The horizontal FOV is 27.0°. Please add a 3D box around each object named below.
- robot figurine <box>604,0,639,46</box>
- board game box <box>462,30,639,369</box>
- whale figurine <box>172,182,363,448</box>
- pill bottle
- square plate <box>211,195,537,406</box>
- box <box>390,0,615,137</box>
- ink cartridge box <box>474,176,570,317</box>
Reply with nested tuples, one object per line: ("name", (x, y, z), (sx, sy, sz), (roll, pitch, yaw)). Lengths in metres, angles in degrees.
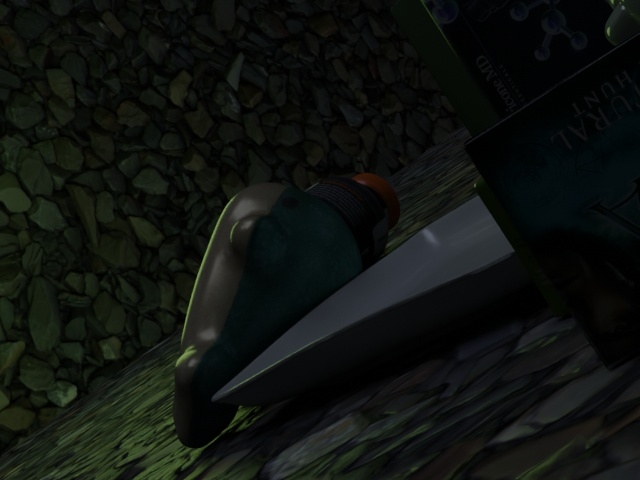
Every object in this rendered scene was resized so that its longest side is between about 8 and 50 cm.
("robot figurine", (0.442, -0.352, 1.459), (0.300, 0.199, 0.353), (-77, 11, -46))
("board game box", (0.176, -0.041, 0.600), (0.186, 0.126, 0.026), (-33, 3, 14))
("whale figurine", (-0.046, 0.071, 1.211), (0.272, 0.141, 0.216), (-65, -12, -49))
("pill bottle", (0.000, 0.000, 1.704), (0.245, 0.130, 0.130), (-36, 4, -41))
("square plate", (0.122, 0.010, 1.060), (0.344, 0.049, 0.347), (-30, 5, 43))
("box", (0.357, -0.353, 2.038), (0.395, 0.293, 0.212), (-34, 3, -5))
("ink cartridge box", (0.243, -0.077, 0.771), (0.255, 0.097, 0.189), (-33, 2, -34))
